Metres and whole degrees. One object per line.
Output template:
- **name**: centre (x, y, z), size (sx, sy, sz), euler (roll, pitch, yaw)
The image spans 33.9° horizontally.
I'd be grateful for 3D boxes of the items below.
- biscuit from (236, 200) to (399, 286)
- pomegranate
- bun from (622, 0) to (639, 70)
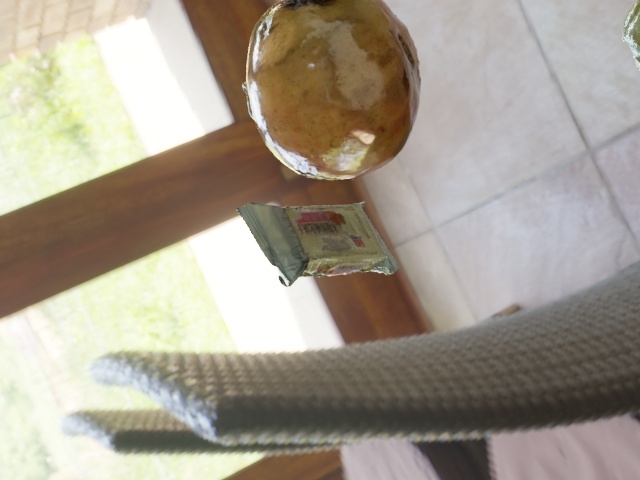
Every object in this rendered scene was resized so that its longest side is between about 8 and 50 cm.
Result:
- **biscuit**: centre (0.002, 0.004, 1.995), size (0.079, 0.309, 0.186), euler (-48, 59, 35)
- **pomegranate**: centre (0.018, -0.251, 1.651), size (0.322, 0.322, 0.322), euler (50, 154, 35)
- **bun**: centre (0.664, -0.386, 1.906), size (0.221, 0.221, 0.108), euler (62, -160, 10)
